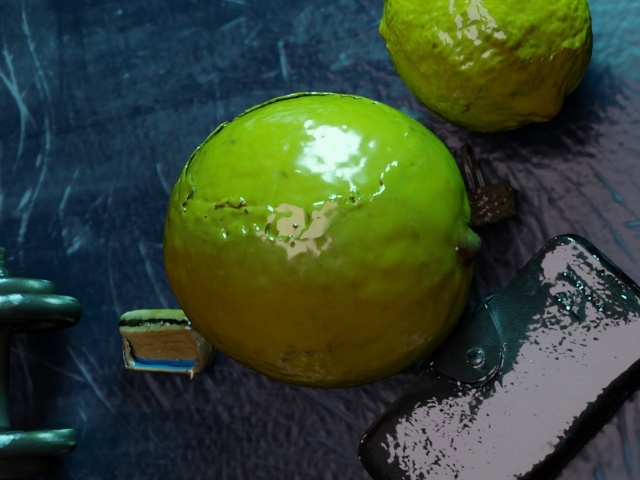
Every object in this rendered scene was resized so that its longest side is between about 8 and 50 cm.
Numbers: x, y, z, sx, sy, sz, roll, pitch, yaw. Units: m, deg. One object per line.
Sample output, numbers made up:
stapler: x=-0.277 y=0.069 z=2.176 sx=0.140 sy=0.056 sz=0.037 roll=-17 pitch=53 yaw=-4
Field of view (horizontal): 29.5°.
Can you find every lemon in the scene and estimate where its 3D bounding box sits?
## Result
lemon: x=0.158 y=-0.206 z=1.166 sx=0.192 sy=0.192 sz=0.231 roll=-41 pitch=71 yaw=12
lemon: x=-0.001 y=0.000 z=1.150 sx=0.297 sy=0.297 sz=0.297 roll=-3 pitch=82 yaw=21

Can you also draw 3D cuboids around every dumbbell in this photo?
dumbbell: x=-0.357 y=0.149 z=1.319 sx=0.192 sy=0.192 sz=0.290 roll=-5 pitch=81 yaw=21

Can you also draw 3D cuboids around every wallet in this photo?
wallet: x=0.188 y=0.150 z=1.186 sx=0.172 sy=0.045 sz=0.318 roll=45 pitch=98 yaw=19

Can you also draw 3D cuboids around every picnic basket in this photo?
picnic basket: x=0.157 y=-0.055 z=1.209 sx=0.072 sy=0.072 sz=0.083 roll=-17 pitch=87 yaw=18

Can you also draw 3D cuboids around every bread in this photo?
bread: x=-0.165 y=0.108 z=1.326 sx=0.106 sy=0.053 sz=0.072 roll=0 pitch=106 yaw=24
